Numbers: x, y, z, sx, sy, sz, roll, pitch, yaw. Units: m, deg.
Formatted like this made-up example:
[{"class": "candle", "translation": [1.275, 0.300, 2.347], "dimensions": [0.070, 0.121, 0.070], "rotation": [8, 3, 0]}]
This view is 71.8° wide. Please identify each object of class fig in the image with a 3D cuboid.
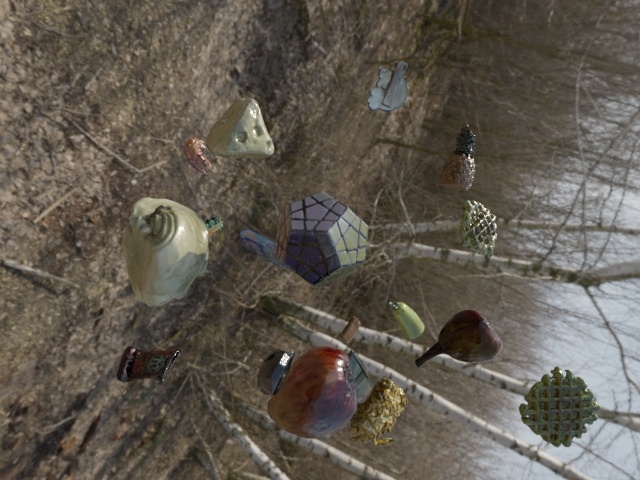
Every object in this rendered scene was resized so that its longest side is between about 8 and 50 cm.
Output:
[{"class": "fig", "translation": [-0.010, 0.420, 1.206], "dimensions": [0.263, 0.224, 0.224], "rotation": [-44, 162, -15]}, {"class": "fig", "translation": [0.468, 0.355, 1.509], "dimensions": [0.290, 0.190, 0.190], "rotation": [-24, 156, -9]}]

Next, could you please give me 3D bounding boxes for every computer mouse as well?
[{"class": "computer mouse", "translation": [-0.102, 0.284, 0.957], "dimensions": [0.172, 0.057, 0.099], "rotation": [101, 15, -59]}]

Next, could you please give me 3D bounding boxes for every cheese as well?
[{"class": "cheese", "translation": [-0.317, -0.396, 1.756], "dimensions": [0.248, 0.174, 0.251], "rotation": [-45, 128, -22]}]

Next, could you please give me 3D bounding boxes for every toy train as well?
[{"class": "toy train", "translation": [-0.435, -0.055, 1.763], "dimensions": [0.103, 0.044, 0.064], "rotation": [-38, 123, -34]}]

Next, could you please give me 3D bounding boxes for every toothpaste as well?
[{"class": "toothpaste", "translation": [-0.237, 0.032, 1.884], "dimensions": [0.053, 0.272, 0.066], "rotation": [-33, 134, -36]}]

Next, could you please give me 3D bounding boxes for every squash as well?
[{"class": "squash", "translation": [0.321, 0.297, 1.726], "dimensions": [0.224, 0.094, 0.094], "rotation": [48, 57, -37]}]

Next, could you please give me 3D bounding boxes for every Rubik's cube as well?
[{"class": "Rubik's cube", "translation": [0.000, 0.000, 1.448], "dimensions": [0.264, 0.319, 0.318], "rotation": [-58, 165, -65]}]

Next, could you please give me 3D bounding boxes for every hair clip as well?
[{"class": "hair clip", "translation": [0.226, -0.483, 1.411], "dimensions": [0.049, 0.116, 0.172], "rotation": [-79, -170, -80]}]

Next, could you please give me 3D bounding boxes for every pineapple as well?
[{"class": "pineapple", "translation": [0.629, -0.371, 1.986], "dimensions": [0.158, 0.158, 0.278], "rotation": [8, 94, -78]}]

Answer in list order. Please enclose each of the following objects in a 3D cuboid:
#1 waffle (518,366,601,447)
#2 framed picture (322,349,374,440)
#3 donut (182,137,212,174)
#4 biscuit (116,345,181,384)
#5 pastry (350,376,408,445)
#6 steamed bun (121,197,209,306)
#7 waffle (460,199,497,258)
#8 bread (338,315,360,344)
[{"class": "waffle", "translation": [0.560, 0.391, 1.031], "dimensions": [0.169, 0.183, 0.036], "rotation": [-49, -169, 1]}, {"class": "framed picture", "translation": [0.059, 0.534, 1.490], "dimensions": [0.265, 0.016, 0.347], "rotation": [-42, 140, -15]}, {"class": "donut", "translation": [-0.516, -0.359, 1.832], "dimensions": [0.065, 0.166, 0.117], "rotation": [-31, 169, 16]}, {"class": "biscuit", "translation": [-0.681, 0.493, 1.746], "dimensions": [0.063, 0.236, 0.151], "rotation": [71, 21, -49]}, {"class": "pastry", "translation": [0.200, 0.597, 1.502], "dimensions": [0.250, 0.154, 0.102], "rotation": [-40, 179, -41]}, {"class": "steamed bun", "translation": [-0.495, 0.029, 1.453], "dimensions": [0.247, 0.339, 0.352], "rotation": [-8, 131, -36]}, {"class": "waffle", "translation": [0.620, -0.050, 1.713], "dimensions": [0.054, 0.223, 0.203], "rotation": [-17, -121, 50]}, {"class": "bread", "translation": [0.089, 0.271, 1.334], "dimensions": [0.083, 0.036, 0.047], "rotation": [-54, 147, -24]}]
